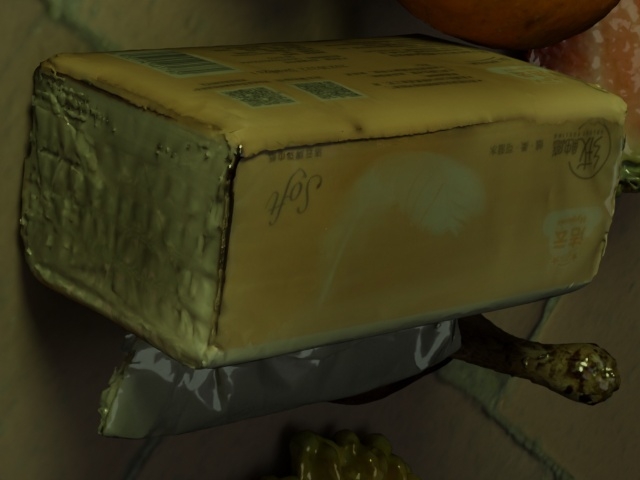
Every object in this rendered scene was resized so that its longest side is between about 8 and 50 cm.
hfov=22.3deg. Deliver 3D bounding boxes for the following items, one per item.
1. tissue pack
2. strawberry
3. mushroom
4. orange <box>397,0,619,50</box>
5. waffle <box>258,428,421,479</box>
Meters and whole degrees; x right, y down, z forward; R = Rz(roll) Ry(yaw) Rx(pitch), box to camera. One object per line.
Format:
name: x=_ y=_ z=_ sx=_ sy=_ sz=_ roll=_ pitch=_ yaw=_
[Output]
tissue pack: x=0.000 y=0.000 z=0.987 sx=0.305 sy=0.238 sz=0.239 roll=-9 pitch=116 yaw=-39
strawberry: x=0.237 y=-0.158 z=1.311 sx=0.175 sy=0.107 sz=0.236 roll=6 pitch=107 yaw=-12
mushroom: x=0.107 y=0.068 z=1.175 sx=0.227 sy=0.217 sz=0.148 roll=-23 pitch=126 yaw=-40
orange: x=0.121 y=-0.232 z=1.070 sx=0.224 sy=0.170 sz=0.224 roll=-18 pitch=116 yaw=-42
waffle: x=-0.002 y=0.291 z=1.292 sx=0.283 sy=0.065 sz=0.309 roll=-57 pitch=140 yaw=-11
